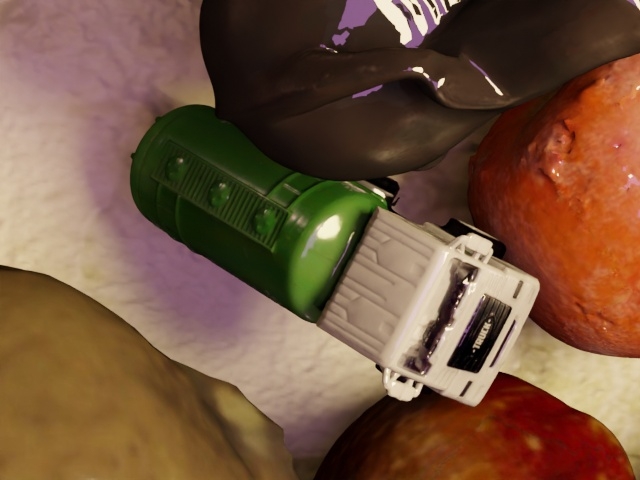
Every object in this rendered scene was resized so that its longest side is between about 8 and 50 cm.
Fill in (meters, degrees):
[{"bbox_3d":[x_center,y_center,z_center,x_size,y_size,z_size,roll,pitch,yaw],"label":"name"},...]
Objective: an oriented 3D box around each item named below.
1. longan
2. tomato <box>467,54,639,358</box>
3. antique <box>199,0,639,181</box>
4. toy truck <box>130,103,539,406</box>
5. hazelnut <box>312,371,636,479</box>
[{"bbox_3d":[-0.167,0.163,1.091,0.318,0.319,0.319,-2,101,-11],"label":"longan"},{"bbox_3d":[0.195,-0.029,1.178,0.184,0.208,0.208,41,90,-14],"label":"tomato"},{"bbox_3d":[0.052,-0.150,1.071,0.255,0.322,0.185,-29,105,24],"label":"antique"},{"bbox_3d":[0.000,0.000,1.138,0.125,0.242,0.101,24,95,-51],"label":"toy truck"},{"bbox_3d":[0.074,0.177,1.191,0.218,0.218,0.234,-7,142,-10],"label":"hazelnut"}]
